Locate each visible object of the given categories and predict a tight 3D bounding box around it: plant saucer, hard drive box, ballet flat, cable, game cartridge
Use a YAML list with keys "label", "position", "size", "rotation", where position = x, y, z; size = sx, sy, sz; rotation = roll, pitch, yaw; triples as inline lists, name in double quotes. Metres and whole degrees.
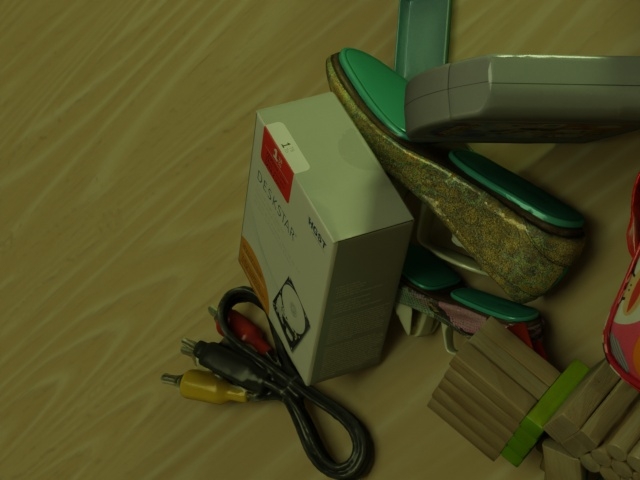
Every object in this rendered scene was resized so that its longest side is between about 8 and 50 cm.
- label: "plant saucer"
  position: [0.106, -0.169, 1.706]
  size: [0.067, 0.018, 0.192]
  rotation: [-2, 80, 39]
- label: "hard drive box"
  position: [0.000, 0.000, 1.627]
  size: [0.181, 0.089, 0.232]
  rotation: [59, 154, 34]
- label: "ballet flat"
  position: [0.126, 0.070, 1.607]
  size: [0.221, 0.077, 0.079]
  rotation: [28, 118, 40]
- label: "ballet flat"
  position: [0.108, -0.060, 1.607]
  size: [0.348, 0.123, 0.123]
  rotation: [41, 107, 30]
- label: "cable"
  position: [-0.040, 0.150, 1.750]
  size: [0.287, 0.072, 0.139]
  rotation: [28, 81, 28]
- label: "game cartridge"
  position: [0.178, -0.119, 1.425]
  size: [0.297, 0.198, 0.062]
  rotation: [172, 94, -82]

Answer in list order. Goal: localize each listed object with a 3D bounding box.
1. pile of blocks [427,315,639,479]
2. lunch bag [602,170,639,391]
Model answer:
- label: "pile of blocks"
  position: [0.272, 0.172, 1.453]
  size: [0.362, 0.149, 0.112]
  rotation: [25, 53, 31]
- label: "lunch bag"
  position: [0.350, 0.012, 1.280]
  size: [0.258, 0.120, 0.293]
  rotation: [33, 103, 40]
